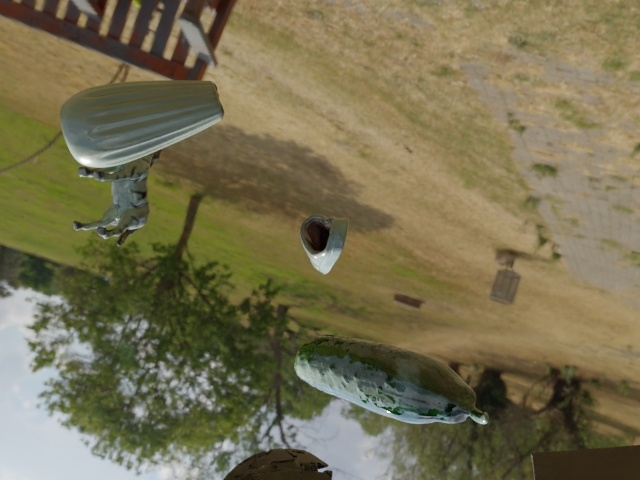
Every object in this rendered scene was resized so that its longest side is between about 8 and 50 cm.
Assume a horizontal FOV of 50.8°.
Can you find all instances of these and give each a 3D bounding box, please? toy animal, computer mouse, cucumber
[{"bbox_3d":[-0.374,-0.116,1.264,0.089,0.255,0.170,23,-173,27],"label":"toy animal"},{"bbox_3d":[-0.085,0.473,1.340,0.241,0.078,0.146,-3,-141,-27],"label":"computer mouse"},{"bbox_3d":[0.044,0.108,0.546,0.056,0.056,0.250,23,167,-32],"label":"cucumber"}]

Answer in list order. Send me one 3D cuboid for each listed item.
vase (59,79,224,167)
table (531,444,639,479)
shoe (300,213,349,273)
[{"bbox_3d":[-0.280,-0.198,1.083,0.248,0.128,0.128,-14,177,-5],"label":"vase"},{"bbox_3d":[0.410,0.420,0.959,0.169,0.173,0.193,-11,133,20],"label":"table"},{"bbox_3d":[0.000,0.000,1.431,0.100,0.103,0.251,23,165,-4],"label":"shoe"}]
